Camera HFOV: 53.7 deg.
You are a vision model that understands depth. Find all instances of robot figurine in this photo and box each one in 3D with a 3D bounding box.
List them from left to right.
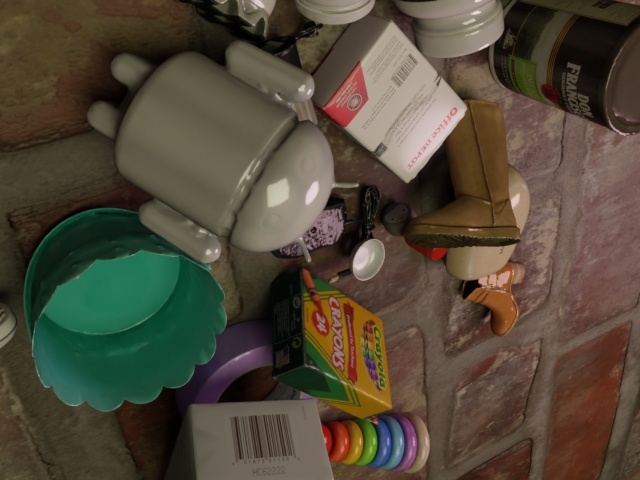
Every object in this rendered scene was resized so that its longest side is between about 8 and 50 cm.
[{"bbox_3d":[-0.130,-0.117,0.857,0.354,0.200,0.299,33,106,1],"label":"robot figurine"}]

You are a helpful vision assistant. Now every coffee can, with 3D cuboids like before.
[{"bbox_3d":[0.466,-0.325,1.116,0.202,0.275,0.201,-15,123,-23],"label":"coffee can"}]

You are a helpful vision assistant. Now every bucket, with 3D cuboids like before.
[{"bbox_3d":[-0.302,0.093,0.956,0.281,0.183,0.281,-15,123,-24],"label":"bucket"}]

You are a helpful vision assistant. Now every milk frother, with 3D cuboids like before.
[{"bbox_3d":[-0.038,-0.243,0.954,0.143,0.129,0.134,-24,124,-10],"label":"milk frother"}]

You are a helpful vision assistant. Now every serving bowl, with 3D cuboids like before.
[{"bbox_3d":[0.083,0.032,1.197,0.083,0.027,0.083,-19,120,-35],"label":"serving bowl"}]

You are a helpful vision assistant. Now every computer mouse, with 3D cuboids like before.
[{"bbox_3d":[0.000,0.000,1.170,0.262,0.060,0.183,-19,122,-35],"label":"computer mouse"}]

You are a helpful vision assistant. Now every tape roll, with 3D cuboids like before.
[{"bbox_3d":[-0.138,0.293,1.236,0.275,0.090,0.274,-15,124,-23],"label":"tape roll"}]

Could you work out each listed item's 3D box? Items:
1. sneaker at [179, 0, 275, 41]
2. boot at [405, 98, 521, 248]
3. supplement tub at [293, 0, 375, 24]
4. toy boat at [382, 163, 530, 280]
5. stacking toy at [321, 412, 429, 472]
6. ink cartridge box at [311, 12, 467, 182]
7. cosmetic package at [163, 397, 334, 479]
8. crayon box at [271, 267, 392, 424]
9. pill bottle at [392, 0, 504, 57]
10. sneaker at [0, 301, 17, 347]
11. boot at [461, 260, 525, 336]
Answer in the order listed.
[{"bbox_3d":[-0.168,-0.388,0.792,0.331,0.123,0.146,17,95,-57],"label":"sneaker"},{"bbox_3d":[0.244,-0.123,1.145,0.236,0.089,0.269,2,74,-25],"label":"boot"},{"bbox_3d":[0.020,-0.410,0.849,0.144,0.144,0.199,-27,152,-16],"label":"supplement tub"},{"bbox_3d":[0.279,-0.038,1.277,0.318,0.148,0.267,-9,127,-36],"label":"toy boat"},{"bbox_3d":[0.086,0.467,1.454,0.331,0.141,0.141,9,112,-31],"label":"stacking toy"},{"bbox_3d":[0.111,-0.235,1.067,0.237,0.100,0.172,34,96,-39],"label":"ink cartridge box"},{"bbox_3d":[-0.163,0.474,1.166,0.230,0.161,0.453,3,137,-21],"label":"cosmetic package"},{"bbox_3d":[0.039,0.212,1.222,0.081,0.202,0.319,-27,138,28],"label":"crayon box"},{"bbox_3d":[0.178,-0.451,0.924,0.188,0.188,0.333,-31,128,-13],"label":"pill bottle"},{"bbox_3d":[-0.546,0.204,0.936,0.282,0.102,0.161,-29,132,-1],"label":"sneaker"},{"bbox_3d":[0.392,0.136,1.481,0.153,0.073,0.197,-1,105,-32],"label":"boot"}]
